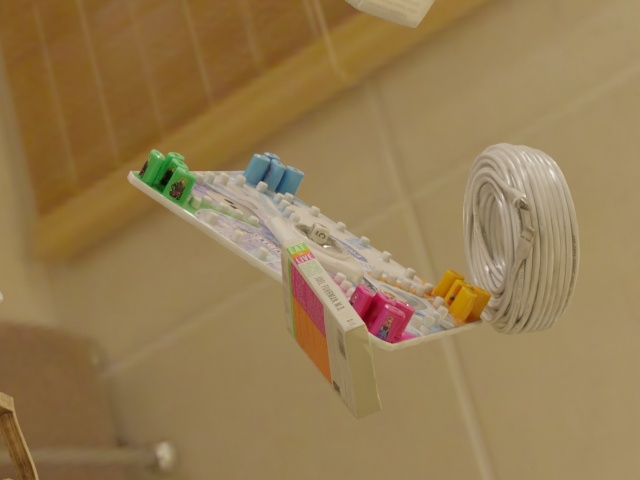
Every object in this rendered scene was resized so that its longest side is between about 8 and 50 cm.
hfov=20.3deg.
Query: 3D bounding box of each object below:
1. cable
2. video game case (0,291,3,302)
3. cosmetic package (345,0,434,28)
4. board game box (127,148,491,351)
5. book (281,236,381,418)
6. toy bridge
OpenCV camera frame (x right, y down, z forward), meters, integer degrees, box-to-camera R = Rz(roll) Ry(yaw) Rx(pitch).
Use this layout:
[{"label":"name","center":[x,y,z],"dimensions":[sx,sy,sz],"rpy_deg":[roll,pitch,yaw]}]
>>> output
[{"label":"cable","center":[0.261,-0.004,2.377],"dimensions":[0.089,0.257,0.257],"rpy_deg":[-5,-51,-12]},{"label":"video game case","center":[-0.341,0.009,1.296],"dimensions":[0.183,0.201,0.023],"rpy_deg":[-37,-12,25]},{"label":"cosmetic package","center":[0.051,-0.362,2.049],"dimensions":[0.151,0.184,0.151],"rpy_deg":[-57,-26,15]},{"label":"board game box","center":[0.000,0.000,2.250],"dimensions":[0.050,0.390,0.390],"rpy_deg":[-61,-18,13]},{"label":"book","center":[0.006,0.072,1.519],"dimensions":[0.035,0.144,0.096],"rpy_deg":[-19,-53,-14]},{"label":"toy bridge","center":[-0.279,0.234,1.635],"dimensions":[0.026,0.188,0.063],"rpy_deg":[-20,-23,15]}]
